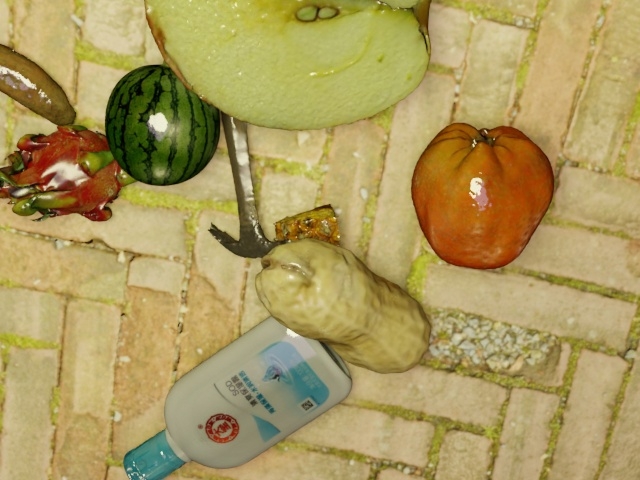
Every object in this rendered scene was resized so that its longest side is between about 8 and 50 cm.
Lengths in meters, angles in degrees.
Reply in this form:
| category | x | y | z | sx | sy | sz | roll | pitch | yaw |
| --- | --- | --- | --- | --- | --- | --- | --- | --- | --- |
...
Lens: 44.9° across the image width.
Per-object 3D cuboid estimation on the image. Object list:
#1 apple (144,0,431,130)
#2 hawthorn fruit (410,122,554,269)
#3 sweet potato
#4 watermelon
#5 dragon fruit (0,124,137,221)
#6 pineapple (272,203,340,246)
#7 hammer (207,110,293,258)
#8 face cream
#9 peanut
| category | x | y | z | sx | sy | sz | roll | pitch | yaw |
| --- | --- | --- | --- | --- | --- | --- | --- | --- | --- |
| apple | -0.041 | -0.265 | 0.883 | 0.346 | 0.179 | 0.253 | 9 | 85 | -19 |
| hawthorn fruit | 0.199 | -0.055 | 0.971 | 0.189 | 0.189 | 0.189 | -1 | 107 | -2 |
| sweet potato | -0.425 | -0.224 | 0.945 | 0.274 | 0.075 | 0.075 | 24 | 104 | -14 |
| watermelon | -0.191 | -0.160 | 0.936 | 0.141 | 0.140 | 0.187 | 5 | 109 | -4 |
| dragon fruit | -0.333 | -0.073 | 0.979 | 0.142 | 0.175 | 0.138 | -16 | 102 | 39 |
| pineapple | 0.000 | 0.000 | 1.041 | 0.114 | 0.077 | 0.114 | -5 | 124 | 35 |
| hammer | -0.105 | -0.121 | 0.994 | 0.125 | 0.027 | 0.297 | -1 | 104 | 24 |
| face cream | -0.129 | 0.238 | 1.090 | 0.337 | 0.080 | 0.163 | -34 | 106 | 7 |
| peanut | 0.034 | 0.086 | 1.001 | 0.130 | 0.130 | 0.290 | -45 | 132 | 10 |
